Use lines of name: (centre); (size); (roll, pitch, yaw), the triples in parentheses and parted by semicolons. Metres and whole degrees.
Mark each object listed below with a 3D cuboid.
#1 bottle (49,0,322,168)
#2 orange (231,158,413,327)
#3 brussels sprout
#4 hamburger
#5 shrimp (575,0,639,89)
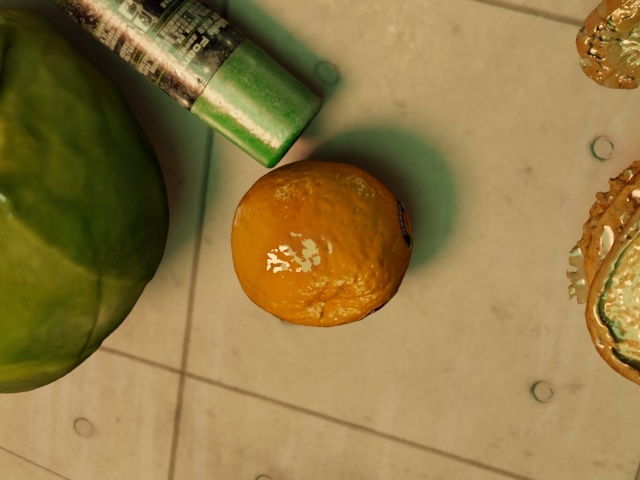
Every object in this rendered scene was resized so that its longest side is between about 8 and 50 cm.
bottle: (-0.151, -0.201, 1.618); (0.330, 0.093, 0.093); (38, 122, 0)
orange: (0.001, 0.002, 1.620); (0.177, 0.177, 0.155); (-22, 66, 28)
brussels sprout: (-0.312, -0.035, 1.651); (0.276, 0.314, 0.371); (-17, 72, 53)
hamburger: (0.339, 0.026, 1.477); (0.260, 0.211, 0.245); (-11, 107, 20)
shrimp: (0.293, -0.207, 1.483); (0.091, 0.043, 0.184); (27, 128, -2)
